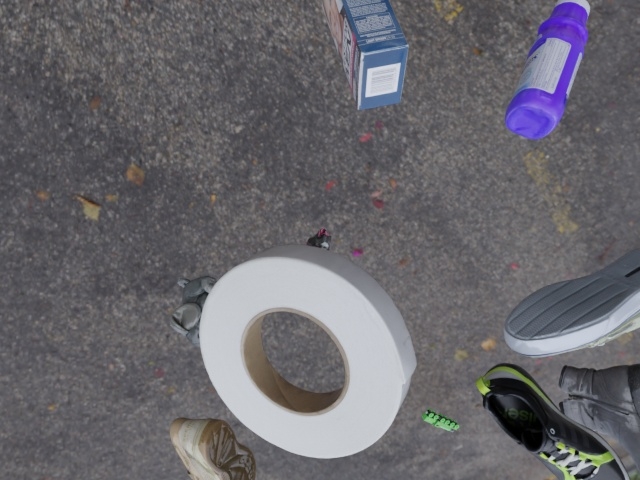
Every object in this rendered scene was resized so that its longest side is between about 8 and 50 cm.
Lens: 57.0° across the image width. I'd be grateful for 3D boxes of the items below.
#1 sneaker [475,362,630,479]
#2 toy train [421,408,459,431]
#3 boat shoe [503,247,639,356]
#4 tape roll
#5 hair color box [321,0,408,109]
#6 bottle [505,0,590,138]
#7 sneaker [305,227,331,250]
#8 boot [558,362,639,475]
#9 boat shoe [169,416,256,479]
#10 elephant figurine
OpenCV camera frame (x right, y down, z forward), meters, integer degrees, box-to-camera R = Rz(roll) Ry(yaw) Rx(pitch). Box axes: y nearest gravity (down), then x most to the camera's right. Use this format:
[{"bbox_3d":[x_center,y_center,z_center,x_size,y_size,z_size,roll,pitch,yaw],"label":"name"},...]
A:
[{"bbox_3d":[0.293,0.264,0.768,0.084,0.235,0.097,-54,166,26],"label":"sneaker"},{"bbox_3d":[0.218,0.328,1.070,0.083,0.017,0.023,30,104,-25],"label":"toy train"},{"bbox_3d":[0.398,0.104,0.834,0.302,0.109,0.094,-21,118,-13],"label":"boat shoe"},{"bbox_3d":[-0.032,0.198,1.031,0.392,0.392,0.072,-55,171,30],"label":"tape roll"},{"bbox_3d":[0.089,-0.482,1.316,0.105,0.347,0.174,-12,152,-6],"label":"hair color box"},{"bbox_3d":[0.435,-0.332,1.108,0.092,0.282,0.118,24,164,4],"label":"bottle"},{"bbox_3d":[0.000,0.000,1.284,0.047,0.119,0.057,13,94,-16],"label":"sneaker"},{"bbox_3d":[0.744,0.482,1.503,0.223,0.338,0.118,-16,161,37],"label":"boot"},{"bbox_3d":[-0.232,0.492,1.310,0.110,0.121,0.341,7,133,21],"label":"boat shoe"},{"bbox_3d":[-0.349,0.232,1.705,0.169,0.239,0.186,29,153,-23],"label":"elephant figurine"}]
